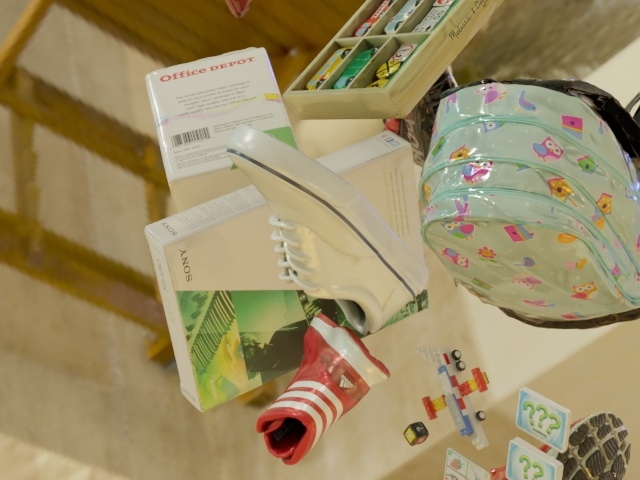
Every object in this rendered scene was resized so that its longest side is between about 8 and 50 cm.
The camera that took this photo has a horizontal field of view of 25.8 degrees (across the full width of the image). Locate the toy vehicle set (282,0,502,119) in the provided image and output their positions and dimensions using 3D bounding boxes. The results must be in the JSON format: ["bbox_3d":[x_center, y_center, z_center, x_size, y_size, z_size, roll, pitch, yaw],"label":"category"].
[{"bbox_3d":[0.096,-0.225,1.441,0.267,0.166,0.035,-51,122,-25],"label":"toy vehicle set"}]

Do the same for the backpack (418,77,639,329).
[{"bbox_3d":[0.135,-0.018,0.842,0.182,0.152,0.115,46,44,-48],"label":"backpack"}]

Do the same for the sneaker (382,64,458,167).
[{"bbox_3d":[0.146,-0.178,1.816,0.135,0.097,0.276,45,-17,25],"label":"sneaker"}]

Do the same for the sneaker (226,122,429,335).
[{"bbox_3d":[0.000,0.000,1.191,0.258,0.091,0.094,42,-10,-38],"label":"sneaker"}]

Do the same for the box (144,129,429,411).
[{"bbox_3d":[-0.028,0.034,1.606,0.058,0.322,0.232,40,-34,51],"label":"box"}]

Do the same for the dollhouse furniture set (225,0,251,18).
[{"bbox_3d":[-0.058,-0.457,1.586,0.201,0.374,0.152,36,-13,35],"label":"dollhouse furniture set"}]

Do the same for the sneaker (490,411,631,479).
[{"bbox_3d":[0.270,0.294,1.743,0.279,0.118,0.107,-28,105,-29],"label":"sneaker"}]

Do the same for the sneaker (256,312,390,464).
[{"bbox_3d":[-0.016,0.140,1.321,0.087,0.128,0.221,48,-8,2],"label":"sneaker"}]

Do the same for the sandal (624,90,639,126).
[{"bbox_3d":[0.374,-0.137,1.643,0.054,0.254,0.097,44,2,28],"label":"sandal"}]

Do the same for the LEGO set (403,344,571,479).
[{"bbox_3d":[0.175,0.232,1.605,0.060,0.182,0.244,-10,25,-35],"label":"LEGO set"}]

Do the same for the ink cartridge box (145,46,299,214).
[{"bbox_3d":[-0.151,-0.162,2.191,0.278,0.201,0.117,-108,-173,-45],"label":"ink cartridge box"}]
